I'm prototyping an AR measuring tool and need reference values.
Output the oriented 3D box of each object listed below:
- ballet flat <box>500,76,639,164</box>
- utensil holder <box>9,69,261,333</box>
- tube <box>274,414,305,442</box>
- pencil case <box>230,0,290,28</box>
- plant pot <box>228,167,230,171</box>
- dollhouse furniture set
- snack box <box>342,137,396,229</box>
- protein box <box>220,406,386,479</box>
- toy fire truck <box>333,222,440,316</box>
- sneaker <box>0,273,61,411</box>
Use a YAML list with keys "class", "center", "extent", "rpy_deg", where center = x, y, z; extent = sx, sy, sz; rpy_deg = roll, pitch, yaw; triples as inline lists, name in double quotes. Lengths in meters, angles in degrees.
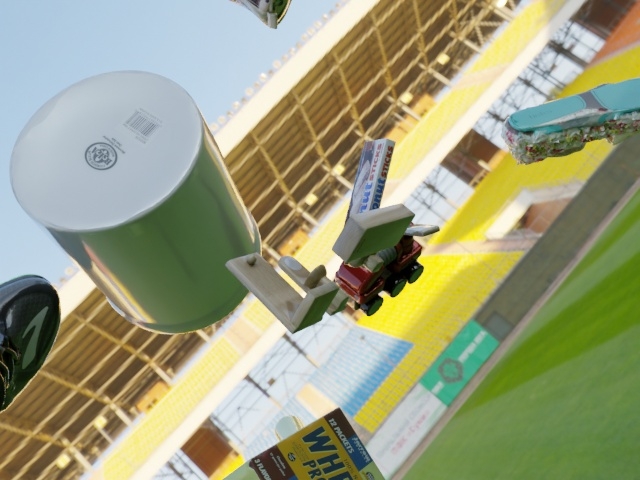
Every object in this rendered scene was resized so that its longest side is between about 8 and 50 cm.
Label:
- class: "ballet flat"
  center: [0.362, -0.158, 0.859]
  extent: [0.241, 0.091, 0.077]
  rpy_deg: [-12, -47, 9]
- class: "utensil holder"
  center: [-0.301, -0.052, 1.126]
  extent: [0.327, 0.328, 0.385]
  rpy_deg: [-46, -24, -15]
- class: "tube"
  center: [-0.034, 0.376, 1.153]
  extent: [0.240, 0.070, 0.062]
  rpy_deg: [-172, 87, -75]
- class: "pencil case"
  center: [-0.241, -0.634, 1.442]
  extent: [0.183, 0.411, 0.160]
  rpy_deg: [-61, 0, -13]
- class: "plant pot"
  center: [-0.301, -0.121, 1.495]
  extent: [0.165, 0.167, 0.167]
  rpy_deg: [-62, -11, -20]
- class: "dollhouse furniture set"
  center: [0.000, 0.000, 0.779]
  extent: [0.144, 0.123, 0.151]
  rpy_deg: [-16, -38, -52]
- class: "snack box"
  center: [0.073, -0.072, 1.015]
  extent: [0.064, 0.022, 0.178]
  rpy_deg: [6, 80, 61]
- class: "protein box"
  center: [-0.054, 0.362, 0.888]
  extent: [0.200, 0.136, 0.201]
  rpy_deg: [-43, -18, 31]
- class: "toy fire truck"
  center: [0.155, 0.035, 1.444]
  extent: [0.217, 0.158, 0.246]
  rpy_deg: [-34, -32, -27]
- class: "sneaker"
  center: [-0.531, 0.227, 0.981]
  extent: [0.202, 0.185, 0.482]
  rpy_deg: [-18, 28, 28]
